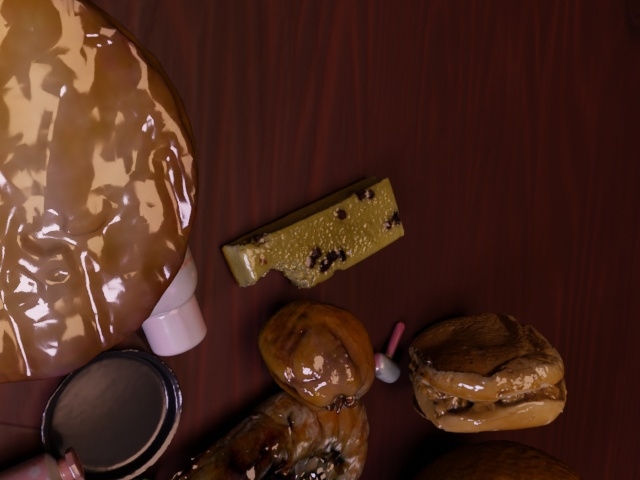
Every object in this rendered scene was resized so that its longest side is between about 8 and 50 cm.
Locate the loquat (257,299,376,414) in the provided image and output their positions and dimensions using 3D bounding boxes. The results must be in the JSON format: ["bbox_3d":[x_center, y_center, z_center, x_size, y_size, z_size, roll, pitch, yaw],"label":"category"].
[{"bbox_3d":[-0.002,0.129,0.657,0.137,0.137,0.113,35,104,-35],"label":"loquat"}]

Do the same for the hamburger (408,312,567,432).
[{"bbox_3d":[0.215,0.170,0.781,0.213,0.213,0.108,-12,99,-35],"label":"hamburger"}]

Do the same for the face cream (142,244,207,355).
[{"bbox_3d":[-0.171,-0.018,0.542,0.082,0.082,0.269,-29,112,-31],"label":"face cream"}]

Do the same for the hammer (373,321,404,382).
[{"bbox_3d":[0.095,0.148,0.798,0.052,0.031,0.083,41,65,-37],"label":"hammer"}]

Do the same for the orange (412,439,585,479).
[{"bbox_3d":[0.223,0.437,0.747,0.357,0.322,0.322,-24,110,-42],"label":"orange"}]

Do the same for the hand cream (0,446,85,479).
[{"bbox_3d":[-0.306,0.236,0.492,0.209,0.043,0.067,-24,111,-18],"label":"hand cream"}]

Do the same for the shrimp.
[{"bbox_3d":[-0.064,0.305,0.669,0.365,0.071,0.233,-33,118,-39],"label":"shrimp"}]

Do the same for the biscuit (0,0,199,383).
[{"bbox_3d":[-0.236,-0.043,0.419,0.296,0.102,0.296,-5,106,-17],"label":"biscuit"}]

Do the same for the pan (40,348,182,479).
[{"bbox_3d":[-0.210,0.124,0.564,0.136,0.028,0.235,-22,112,-34],"label":"pan"}]

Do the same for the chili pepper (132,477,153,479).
[{"bbox_3d":[-0.185,0.285,0.609,0.030,0.034,0.091,-30,117,-67],"label":"chili pepper"}]

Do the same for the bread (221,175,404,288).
[{"bbox_3d":[0.000,0.000,0.693,0.226,0.049,0.088,-29,112,-30],"label":"bread"}]
